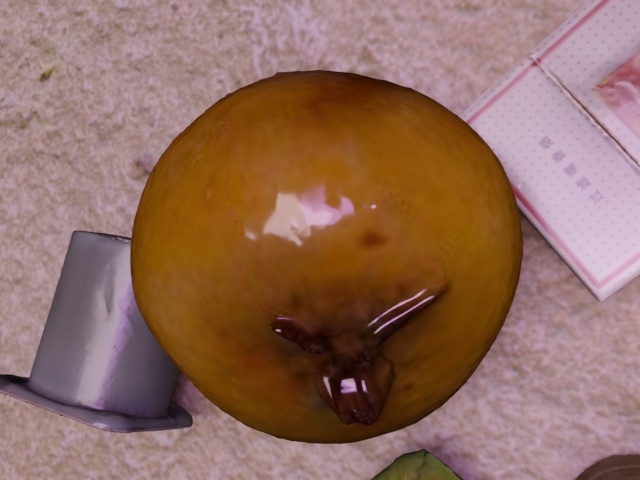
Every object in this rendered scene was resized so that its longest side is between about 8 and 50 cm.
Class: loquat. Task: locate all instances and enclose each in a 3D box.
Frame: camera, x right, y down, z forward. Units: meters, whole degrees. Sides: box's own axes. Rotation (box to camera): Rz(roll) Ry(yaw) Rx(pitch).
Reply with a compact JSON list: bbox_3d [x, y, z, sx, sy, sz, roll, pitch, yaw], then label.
[{"bbox_3d":[0.000,0.000,0.624,0.328,0.328,0.360,-35,32,17],"label":"loquat"}]

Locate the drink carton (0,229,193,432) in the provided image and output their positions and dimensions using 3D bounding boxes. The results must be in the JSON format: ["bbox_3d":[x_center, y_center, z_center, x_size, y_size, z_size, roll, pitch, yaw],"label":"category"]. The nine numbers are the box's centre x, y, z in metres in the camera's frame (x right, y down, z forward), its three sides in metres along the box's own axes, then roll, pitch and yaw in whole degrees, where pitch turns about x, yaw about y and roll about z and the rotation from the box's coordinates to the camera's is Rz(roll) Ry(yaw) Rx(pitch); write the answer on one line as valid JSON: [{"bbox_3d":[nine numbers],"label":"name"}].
[{"bbox_3d":[-0.223,0.095,0.771,0.185,0.191,0.190,6,80,24],"label":"drink carton"}]

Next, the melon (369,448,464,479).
[{"bbox_3d":[0.139,0.369,0.642,0.323,0.124,0.196,44,108,8],"label":"melon"}]

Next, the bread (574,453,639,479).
[{"bbox_3d":[0.273,0.261,0.579,0.148,0.141,0.134,-1,89,21],"label":"bread"}]

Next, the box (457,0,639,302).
[{"bbox_3d":[0.308,-0.128,0.608,0.330,0.095,0.210,-42,74,17],"label":"box"}]
